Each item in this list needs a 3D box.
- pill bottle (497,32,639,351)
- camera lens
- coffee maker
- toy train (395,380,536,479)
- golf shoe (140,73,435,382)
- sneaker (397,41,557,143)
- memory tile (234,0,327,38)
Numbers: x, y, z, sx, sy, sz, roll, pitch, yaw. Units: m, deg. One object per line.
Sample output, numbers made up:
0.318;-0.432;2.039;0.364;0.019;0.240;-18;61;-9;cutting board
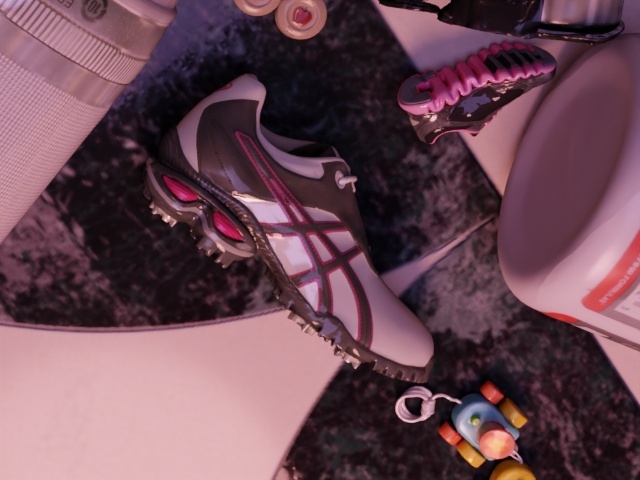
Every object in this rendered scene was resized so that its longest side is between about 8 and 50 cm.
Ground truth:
0.330;0.009;1.338;0.362;0.210;0.210;22;104;-18;pill bottle
-0.238;-0.130;1.172;0.219;0.219;0.274;37;100;-20;camera lens
0.137;-0.235;1.260;0.171;0.120;0.178;1;109;-10;coffee maker
0.113;0.194;1.452;0.125;0.046;0.166;-8;112;-8;toy train
0.000;0.000;1.332;0.273;0.105;0.120;40;91;-21;golf shoe
0.117;-0.105;1.350;0.119;0.047;0.057;-17;127;0;sneaker
-0.043;-0.216;1.290;0.148;0.012;0.113;26;103;-18;memory tile
